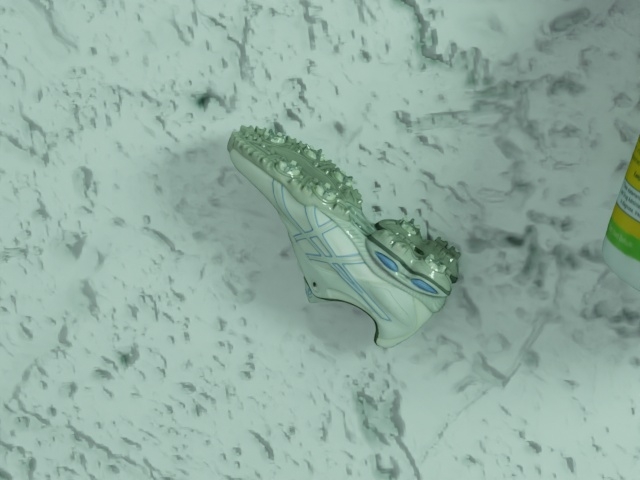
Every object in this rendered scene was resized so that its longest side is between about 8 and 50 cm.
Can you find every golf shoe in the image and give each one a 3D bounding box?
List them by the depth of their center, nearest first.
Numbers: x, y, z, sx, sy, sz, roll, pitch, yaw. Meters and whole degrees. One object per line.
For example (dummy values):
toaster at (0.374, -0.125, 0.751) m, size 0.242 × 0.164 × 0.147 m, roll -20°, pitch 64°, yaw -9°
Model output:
golf shoe at (0.000, 0.000, 1.204) m, size 0.176 × 0.069 × 0.086 m, roll 39°, pitch 115°, yaw 10°

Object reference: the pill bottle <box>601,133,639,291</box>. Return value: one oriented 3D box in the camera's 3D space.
pill bottle at (0.259, -0.081, 1.058) m, size 0.136 × 0.136 × 0.245 m, roll 21°, pitch 105°, yaw 15°
